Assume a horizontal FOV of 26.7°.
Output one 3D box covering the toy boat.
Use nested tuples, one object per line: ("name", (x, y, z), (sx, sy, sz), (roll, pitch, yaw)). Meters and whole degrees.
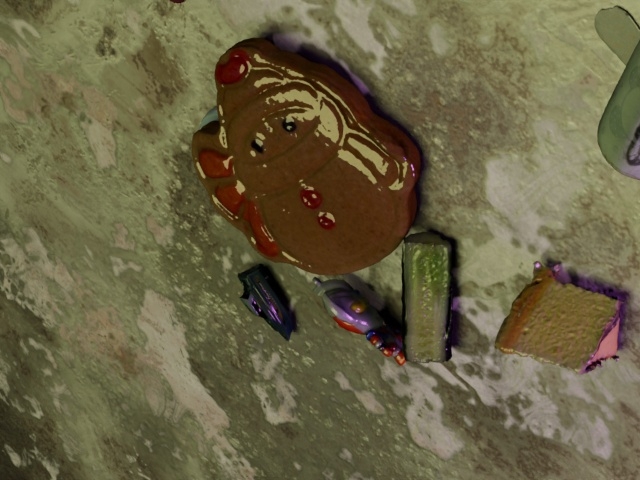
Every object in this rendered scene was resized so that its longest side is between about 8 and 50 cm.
("toy boat", (-0.089, 0.111, 2.266), (0.141, 0.060, 0.055), (57, 164, -14))

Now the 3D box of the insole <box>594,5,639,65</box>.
("insole", (0.398, -0.201, 1.615), (0.197, 0.004, 0.065), (49, 140, 3))

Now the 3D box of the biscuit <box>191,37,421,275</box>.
("biscuit", (-0.034, -0.119, 1.994), (0.359, 0.074, 0.381), (-26, 105, 37))

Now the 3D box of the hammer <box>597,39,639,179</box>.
("hammer", (0.476, -0.113, 1.533), (0.305, 0.113, 0.202), (32, 137, 13))

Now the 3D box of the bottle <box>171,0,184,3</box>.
("bottle", (-0.164, -0.424, 1.905), (0.104, 0.104, 0.245), (47, 139, 6))

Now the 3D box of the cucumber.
("cucumber", (0.159, 0.081, 2.012), (0.078, 0.062, 0.211), (0, 118, 4))

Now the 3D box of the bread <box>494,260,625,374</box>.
("bread", (0.321, 0.128, 1.825), (0.147, 0.152, 0.127), (20, 139, 30))

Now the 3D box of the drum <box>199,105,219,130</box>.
("drum", (-0.130, -0.101, 2.150), (0.130, 0.049, 0.253), (18, 129, 34))

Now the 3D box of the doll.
("doll", (0.062, 0.121, 2.103), (0.195, 0.104, 0.062), (39, 126, 6))
